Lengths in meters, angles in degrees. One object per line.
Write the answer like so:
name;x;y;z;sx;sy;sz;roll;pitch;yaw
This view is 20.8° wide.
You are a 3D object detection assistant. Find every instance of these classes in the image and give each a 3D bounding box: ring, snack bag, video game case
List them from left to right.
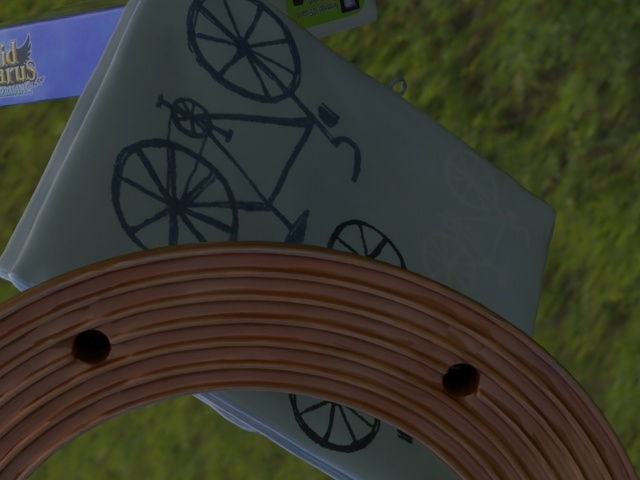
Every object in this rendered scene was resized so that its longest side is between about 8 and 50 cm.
video game case;-0.136;-0.154;1.303;0.269;0.244;0.061;-2;104;43
ring;-0.032;0.153;0.699;0.336;0.336;0.032;41;-166;-18
snack bag;0.000;0.000;1.057;0.342;0.323;0.037;33;133;-17
